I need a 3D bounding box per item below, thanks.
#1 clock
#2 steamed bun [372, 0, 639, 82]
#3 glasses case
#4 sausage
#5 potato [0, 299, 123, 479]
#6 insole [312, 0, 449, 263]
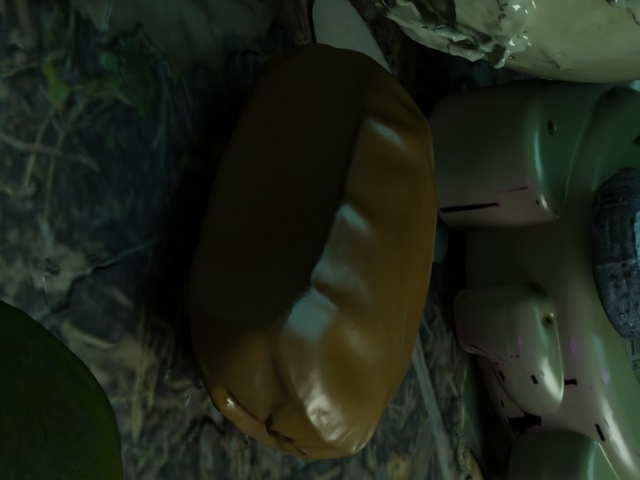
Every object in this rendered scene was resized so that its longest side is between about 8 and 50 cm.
[{"bbox_3d":[0.197,0.039,1.144,0.284,0.114,0.309,-6,89,-55],"label":"clock"},{"bbox_3d":[0.146,-0.219,1.009,0.334,0.233,0.312,46,21,21],"label":"steamed bun"},{"bbox_3d":[0.259,0.007,1.084,0.282,0.067,0.109,-3,85,-51],"label":"glasses case"},{"bbox_3d":[-0.001,0.000,0.896,0.136,0.120,0.241,52,43,-51],"label":"sausage"},{"bbox_3d":[-0.178,0.103,0.632,0.228,0.148,0.197,34,70,-45],"label":"potato"},{"bbox_3d":[0.040,-0.072,1.057,0.065,0.004,0.197,-45,116,-47],"label":"insole"}]
